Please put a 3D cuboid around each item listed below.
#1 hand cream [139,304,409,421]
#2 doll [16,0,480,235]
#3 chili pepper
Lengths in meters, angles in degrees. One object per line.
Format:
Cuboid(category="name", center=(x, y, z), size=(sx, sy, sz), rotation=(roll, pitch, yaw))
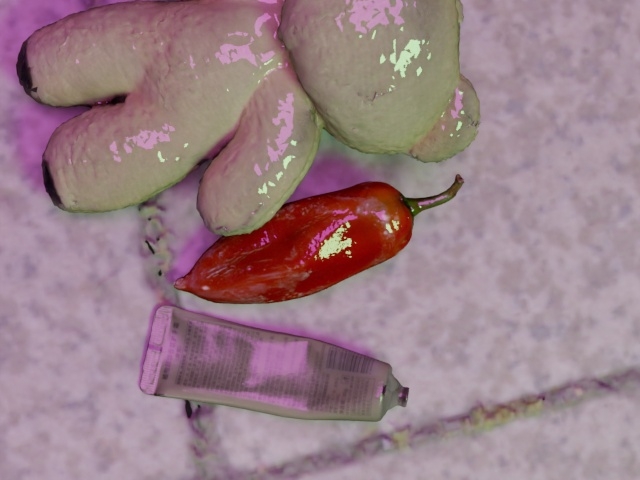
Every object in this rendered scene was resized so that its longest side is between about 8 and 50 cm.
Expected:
Cuboid(category="hand cream", center=(-0.027, 0.082, 0.968), size=(0.165, 0.037, 0.057), rotation=(10, 80, 3))
Cuboid(category="doll", center=(-0.048, -0.111, 0.962), size=(0.278, 0.149, 0.175), rotation=(-14, 114, 9))
Cuboid(category="chili pepper", center=(0.000, 0.001, 0.970), size=(0.191, 0.050, 0.059), rotation=(-19, 86, 3))
